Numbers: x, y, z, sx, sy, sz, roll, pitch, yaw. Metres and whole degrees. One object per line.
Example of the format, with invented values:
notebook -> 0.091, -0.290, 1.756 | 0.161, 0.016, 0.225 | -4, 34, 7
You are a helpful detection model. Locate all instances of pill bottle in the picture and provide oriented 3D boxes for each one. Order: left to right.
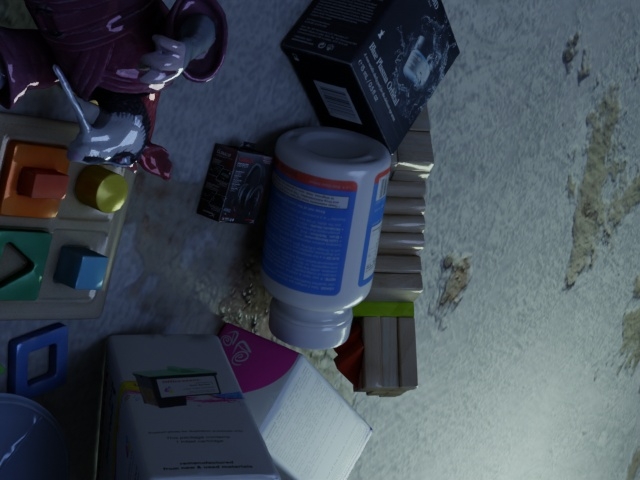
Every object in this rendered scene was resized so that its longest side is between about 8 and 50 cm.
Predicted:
pill bottle -> 0.000, 0.000, 1.413 | 0.124, 0.124, 0.221 | -22, 128, -49

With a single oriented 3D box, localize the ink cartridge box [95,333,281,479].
ink cartridge box -> -0.132, 0.231, 1.208 | 0.117, 0.278, 0.201 | 2, 111, -17

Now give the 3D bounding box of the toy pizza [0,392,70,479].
toy pizza -> -0.309, 0.223, 1.150 | 0.201, 0.032, 0.201 | -21, 122, -38

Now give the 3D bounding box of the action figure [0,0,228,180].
action figure -> -0.191, -0.206, 1.014 | 0.275, 0.248, 0.370 | -76, 159, -46

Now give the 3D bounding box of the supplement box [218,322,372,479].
supplement box -> -0.046, 0.199, 1.470 | 0.114, 0.111, 0.220 | -60, 147, -15

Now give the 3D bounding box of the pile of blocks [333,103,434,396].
pile of blocks -> 0.052, 0.014, 1.545 | 0.113, 0.149, 0.362 | 2, 100, -12

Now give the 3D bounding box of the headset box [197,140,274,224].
headset box -> -0.085, -0.060, 1.343 | 0.062, 0.032, 0.083 | 6, 104, -56

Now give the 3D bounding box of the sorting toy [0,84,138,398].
sorting toy -> -0.227, -0.014, 1.146 | 0.196, 0.047, 0.347 | 1, 106, -56

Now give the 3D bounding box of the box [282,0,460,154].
box -> 0.059, -0.206, 1.418 | 0.158, 0.093, 0.156 | -57, 145, -21
